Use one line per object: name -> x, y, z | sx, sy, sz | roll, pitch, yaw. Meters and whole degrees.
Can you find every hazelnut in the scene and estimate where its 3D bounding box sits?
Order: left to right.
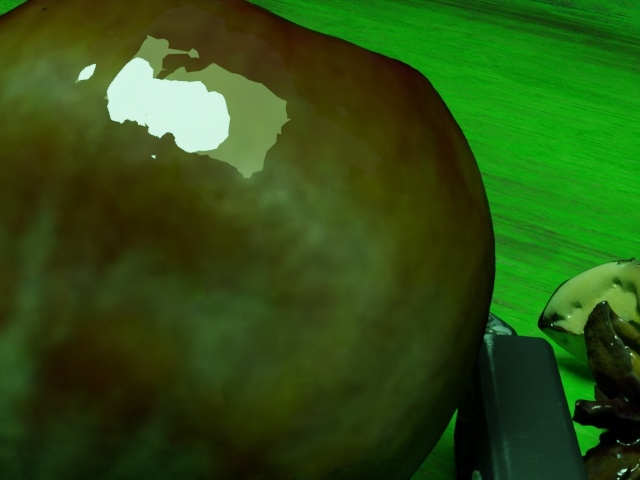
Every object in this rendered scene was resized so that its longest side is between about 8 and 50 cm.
hazelnut -> -0.079, 0.018, 0.616 | 0.366, 0.365, 0.366 | 6, 24, -3

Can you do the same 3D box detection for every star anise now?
star anise -> 0.211, 0.131, 0.755 | 0.141, 0.158, 0.144 | 7, -11, -25

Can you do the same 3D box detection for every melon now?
melon -> 0.265, 0.074, 0.824 | 0.128, 0.079, 0.160 | 38, -12, -30

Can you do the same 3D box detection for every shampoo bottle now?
shampoo bottle -> 0.127, 0.139, 0.666 | 0.071, 0.098, 0.309 | 4, 23, 4
